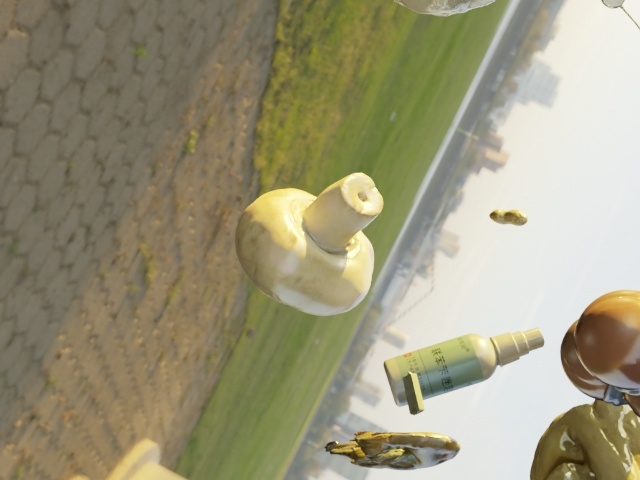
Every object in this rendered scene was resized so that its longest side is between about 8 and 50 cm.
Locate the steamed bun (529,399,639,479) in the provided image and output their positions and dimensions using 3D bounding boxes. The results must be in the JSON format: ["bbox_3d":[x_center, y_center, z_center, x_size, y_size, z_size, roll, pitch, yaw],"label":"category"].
[{"bbox_3d":[0.524,0.450,1.505,0.230,0.325,0.372,-62,149,-45],"label":"steamed bun"}]

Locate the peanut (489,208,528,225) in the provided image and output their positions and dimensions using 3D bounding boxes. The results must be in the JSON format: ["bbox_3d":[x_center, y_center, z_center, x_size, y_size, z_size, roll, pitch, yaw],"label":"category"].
[{"bbox_3d":[0.404,-0.049,1.893,0.037,0.083,0.037,1,90,-67],"label":"peanut"}]

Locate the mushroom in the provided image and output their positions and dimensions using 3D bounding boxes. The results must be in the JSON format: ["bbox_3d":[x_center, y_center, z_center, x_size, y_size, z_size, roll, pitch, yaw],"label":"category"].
[{"bbox_3d":[-0.024,0.022,2.087,0.325,0.353,0.353,-45,166,-30],"label":"mushroom"}]

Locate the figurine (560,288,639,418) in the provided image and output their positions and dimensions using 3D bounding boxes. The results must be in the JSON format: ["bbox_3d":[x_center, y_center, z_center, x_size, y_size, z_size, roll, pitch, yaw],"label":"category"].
[{"bbox_3d":[0.482,0.248,1.135,0.276,0.248,0.388,71,3,-74],"label":"figurine"}]

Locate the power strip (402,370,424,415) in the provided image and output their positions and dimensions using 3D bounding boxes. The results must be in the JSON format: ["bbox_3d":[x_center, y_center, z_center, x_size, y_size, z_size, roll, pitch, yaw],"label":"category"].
[{"bbox_3d":[0.167,0.274,1.586,0.027,0.017,0.083,-37,-129,41],"label":"power strip"}]

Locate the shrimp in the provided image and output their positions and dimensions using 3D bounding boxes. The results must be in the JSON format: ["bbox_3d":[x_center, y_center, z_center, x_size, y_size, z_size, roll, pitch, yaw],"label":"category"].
[{"bbox_3d":[0.128,0.382,1.613,0.145,0.254,0.059,78,16,-63],"label":"shrimp"}]

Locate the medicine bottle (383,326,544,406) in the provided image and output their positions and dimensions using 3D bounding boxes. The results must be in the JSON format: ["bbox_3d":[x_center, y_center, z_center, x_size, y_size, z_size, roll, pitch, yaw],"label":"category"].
[{"bbox_3d":[0.319,0.265,1.942,0.110,0.352,0.110,-17,90,-89],"label":"medicine bottle"}]

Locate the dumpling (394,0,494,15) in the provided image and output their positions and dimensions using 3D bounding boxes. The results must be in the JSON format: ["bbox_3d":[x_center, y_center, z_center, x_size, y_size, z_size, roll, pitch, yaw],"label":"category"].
[{"bbox_3d":[0.224,-0.480,1.622,0.250,0.162,0.132,-11,-142,45],"label":"dumpling"}]

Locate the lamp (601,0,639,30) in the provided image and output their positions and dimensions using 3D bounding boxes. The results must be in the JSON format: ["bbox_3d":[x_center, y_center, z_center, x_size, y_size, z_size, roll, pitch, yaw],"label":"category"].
[{"bbox_3d":[0.614,-0.420,1.698,0.050,0.198,0.056,-35,172,-7],"label":"lamp"}]
